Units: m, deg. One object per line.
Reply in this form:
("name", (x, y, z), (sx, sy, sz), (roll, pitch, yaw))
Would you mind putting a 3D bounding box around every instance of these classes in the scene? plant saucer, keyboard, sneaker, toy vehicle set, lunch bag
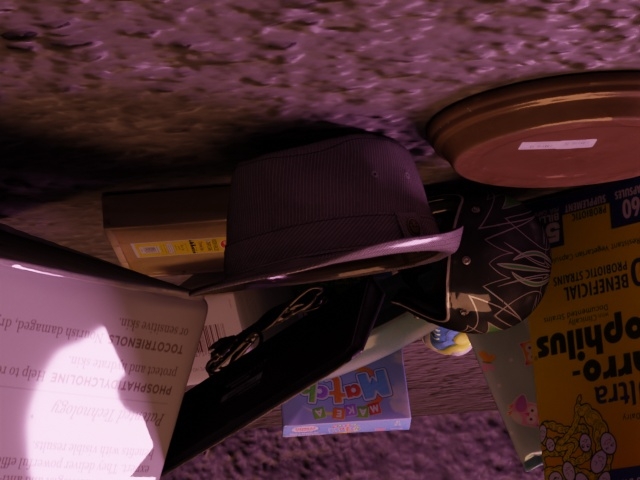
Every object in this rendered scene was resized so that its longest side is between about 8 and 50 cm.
("plant saucer", (0.067, 0.095, 2.117), (0.318, 0.043, 0.317), (-26, -173, 3))
("keyboard", (-0.060, 0.128, 1.761), (0.317, 0.201, 0.033), (-33, 113, 30))
("plant saucer", (0.237, -0.096, 1.658), (0.278, 0.041, 0.278), (-3, 167, -1))
("sneaker", (0.178, 0.090, 2.427), (0.126, 0.091, 0.240), (23, 157, -25))
("toy vehicle set", (-0.140, -0.006, 1.943), (0.166, 0.035, 0.267), (-4, 168, -2))
("lunch bag", (0.287, 0.139, 2.188), (0.160, 0.223, 0.262), (-23, 180, 19))

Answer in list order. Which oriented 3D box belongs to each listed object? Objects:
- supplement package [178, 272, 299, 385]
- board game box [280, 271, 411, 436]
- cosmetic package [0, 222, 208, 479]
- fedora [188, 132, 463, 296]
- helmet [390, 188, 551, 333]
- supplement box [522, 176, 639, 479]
("supplement package", (-0.105, 0.091, 2.094), (0.105, 0.105, 0.179), (-9, -168, 21))
("board game box", (0.023, 0.141, 2.259), (0.160, 0.211, 0.039), (-3, 150, -6))
("cosmetic package", (-0.370, 0.181, 1.687), (0.329, 0.393, 0.327), (18, -177, 36))
("fedora", (0.002, -0.028, 1.685), (0.275, 0.124, 0.244), (-6, 174, -39))
("helmet", (0.164, 0.022, 1.887), (0.169, 0.169, 0.161), (9, 178, -45))
("supplement box", (0.360, 0.122, 1.948), (0.195, 0.356, 0.194), (8, 162, -44))
